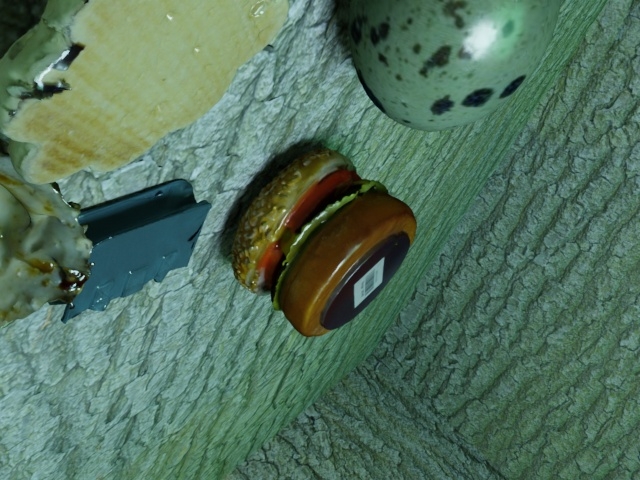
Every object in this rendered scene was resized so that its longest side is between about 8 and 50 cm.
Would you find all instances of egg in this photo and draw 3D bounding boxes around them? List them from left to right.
[{"bbox_3d":[0.180,-0.312,0.909,0.287,0.287,0.379,-39,167,-28],"label":"egg"}]

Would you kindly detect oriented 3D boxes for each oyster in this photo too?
[{"bbox_3d":[-0.325,-0.029,0.556,0.197,0.133,0.337,-37,155,-30],"label":"oyster"}]

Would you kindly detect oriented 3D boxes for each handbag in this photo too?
[{"bbox_3d":[-0.268,0.015,0.895,0.229,0.062,0.179,-29,156,-47],"label":"handbag"}]

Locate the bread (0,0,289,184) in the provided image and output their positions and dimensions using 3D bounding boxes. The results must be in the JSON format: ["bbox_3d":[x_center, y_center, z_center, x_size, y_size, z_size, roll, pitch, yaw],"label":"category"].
[{"bbox_3d":[-0.135,-0.166,0.533,0.316,0.054,0.316,-43,176,-4],"label":"bread"}]

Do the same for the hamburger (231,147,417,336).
[{"bbox_3d":[0.000,0.000,1.175,0.330,0.250,0.330,-39,157,-21],"label":"hamburger"}]
